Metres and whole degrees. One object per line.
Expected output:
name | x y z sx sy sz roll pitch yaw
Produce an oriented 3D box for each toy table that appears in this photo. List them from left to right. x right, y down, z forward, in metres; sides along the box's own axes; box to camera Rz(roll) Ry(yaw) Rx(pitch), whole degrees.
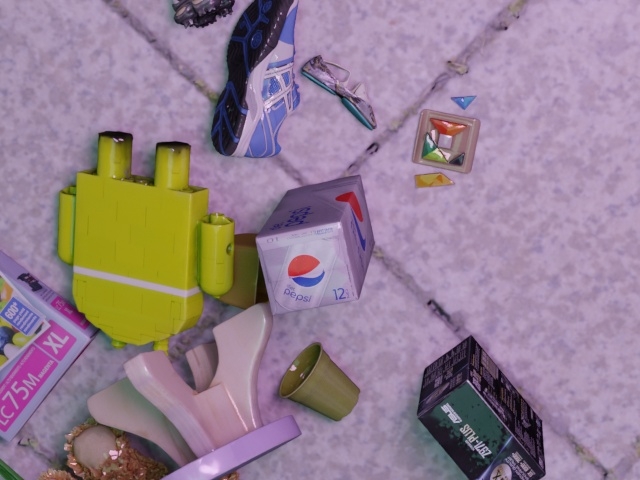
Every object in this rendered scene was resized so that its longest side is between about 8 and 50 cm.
toy table | -0.137 0.199 1.807 0.252 0.274 0.161 -28 82 3

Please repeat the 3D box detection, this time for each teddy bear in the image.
teddy bear | -0.207 0.366 1.946 0.338 0.113 0.245 20 83 -8

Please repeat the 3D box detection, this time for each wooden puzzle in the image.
wooden puzzle | 0.150 -0.117 1.842 0.079 0.014 0.116 4 104 5

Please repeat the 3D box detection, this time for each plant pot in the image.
plant pot | -0.101 0.034 1.877 0.083 0.081 0.081 10 105 17
plant pot | 0.004 0.182 1.905 0.079 0.083 0.083 39 105 -16

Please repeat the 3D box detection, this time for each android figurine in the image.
android figurine | -0.215 0.009 1.857 0.248 0.056 0.272 9 106 26

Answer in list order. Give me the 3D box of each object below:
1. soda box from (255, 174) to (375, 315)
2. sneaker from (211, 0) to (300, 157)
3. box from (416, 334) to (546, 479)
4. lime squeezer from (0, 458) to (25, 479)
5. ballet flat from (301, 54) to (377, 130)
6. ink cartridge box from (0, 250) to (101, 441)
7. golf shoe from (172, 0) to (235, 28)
soda box | 0.000 0.000 1.747 0.098 0.286 0.091 -11 101 9
sneaker | -0.064 -0.197 1.826 0.081 0.080 0.211 13 98 -36
box | 0.192 0.213 1.832 0.077 0.180 0.147 -38 97 13
lime squeezer | -0.355 0.379 1.975 0.059 0.110 0.310 -25 94 33
ballet flat | 0.031 -0.179 1.830 0.114 0.041 0.041 39 105 -5
ink cartridge box | -0.456 0.089 1.940 0.311 0.065 0.186 39 104 -2
golf shoe | -0.096 -0.322 1.779 0.198 0.077 0.094 -23 82 22
